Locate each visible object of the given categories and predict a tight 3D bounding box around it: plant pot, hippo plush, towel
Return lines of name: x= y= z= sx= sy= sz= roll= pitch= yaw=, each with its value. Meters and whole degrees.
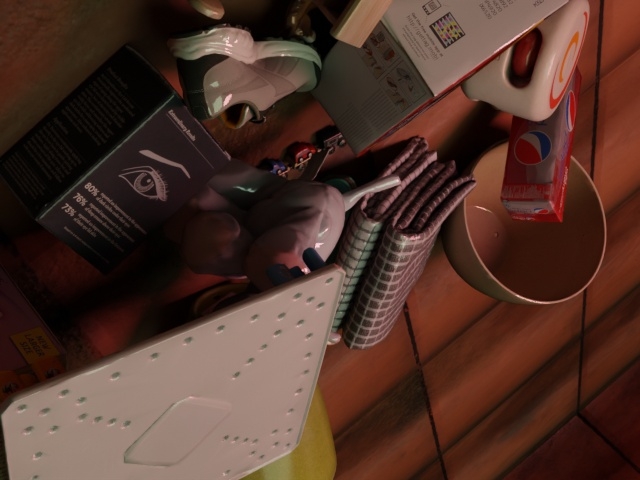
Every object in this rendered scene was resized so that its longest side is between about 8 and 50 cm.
plant pot: x=0.318 y=-0.018 z=1.756 sx=0.284 sy=0.284 sz=0.191 roll=-27 pitch=180 yaw=-27
hippo plush: x=-0.079 y=0.031 z=1.328 sx=0.294 sy=0.234 sz=0.237 roll=-41 pitch=148 yaw=-47
towel: x=0.118 y=0.007 z=1.561 sx=0.284 sy=0.121 sz=0.235 roll=-46 pitch=159 yaw=-51
plant pot: x=-0.115 y=0.223 z=1.528 sx=0.274 sy=0.274 sz=0.294 roll=-22 pitch=126 yaw=-32

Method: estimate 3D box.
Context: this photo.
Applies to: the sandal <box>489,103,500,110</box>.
sandal: x=0.316 y=-0.286 z=1.606 sx=0.049 sy=0.072 sz=0.180 roll=22 pitch=115 yaw=-33

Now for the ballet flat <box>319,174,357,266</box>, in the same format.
ballet flat: x=0.000 y=0.000 z=1.551 sx=0.087 sy=0.083 sz=0.247 roll=-22 pitch=141 yaw=-60

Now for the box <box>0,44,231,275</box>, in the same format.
box: x=-0.230 y=-0.088 z=1.154 sx=0.207 sy=0.108 sz=0.153 roll=-43 pitch=147 yaw=-4

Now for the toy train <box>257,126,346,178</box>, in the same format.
toy train: x=-0.027 y=-0.118 z=1.429 sx=0.158 sy=0.027 sz=0.036 roll=-31 pitch=142 yaw=-22

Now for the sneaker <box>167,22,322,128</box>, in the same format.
sneaker: x=-0.082 y=-0.181 z=1.168 sx=0.271 sy=0.100 sz=0.108 roll=-12 pitch=99 yaw=-62

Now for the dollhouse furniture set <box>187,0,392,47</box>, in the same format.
dollhouse furniture set: x=-0.049 y=-0.308 z=1.000 sx=0.242 sy=0.161 sz=0.212 roll=11 pitch=124 yaw=-44

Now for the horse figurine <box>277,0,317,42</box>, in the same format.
horse figurine: x=0.061 y=-0.348 z=1.234 sx=0.174 sy=0.066 sz=0.263 roll=4 pitch=129 yaw=-55

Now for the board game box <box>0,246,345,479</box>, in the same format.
board game box: x=-0.173 y=0.203 z=1.167 sx=0.390 sy=0.050 sz=0.390 roll=-22 pitch=146 yaw=-28

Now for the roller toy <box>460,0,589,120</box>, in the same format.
roller toy: x=0.287 y=-0.281 z=1.464 sx=0.191 sy=0.146 sz=0.209 roll=-60 pitch=160 yaw=-23

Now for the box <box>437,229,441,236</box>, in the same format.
box: x=0.172 y=-0.003 z=1.794 sx=0.083 sy=0.018 sz=0.067 roll=-47 pitch=149 yaw=3

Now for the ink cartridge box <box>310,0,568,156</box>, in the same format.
ink cartridge box: x=0.152 y=-0.255 z=1.245 sx=0.272 sy=0.130 sz=0.309 roll=-36 pitch=-178 yaw=-15

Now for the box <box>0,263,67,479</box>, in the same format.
box: x=-0.395 y=0.159 z=1.145 sx=0.117 sy=0.213 sz=0.243 roll=-18 pitch=139 yaw=-37

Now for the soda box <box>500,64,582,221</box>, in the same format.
soda box: x=0.354 y=-0.166 z=1.632 sx=0.092 sy=0.083 sz=0.263 roll=41 pitch=58 yaw=-58
